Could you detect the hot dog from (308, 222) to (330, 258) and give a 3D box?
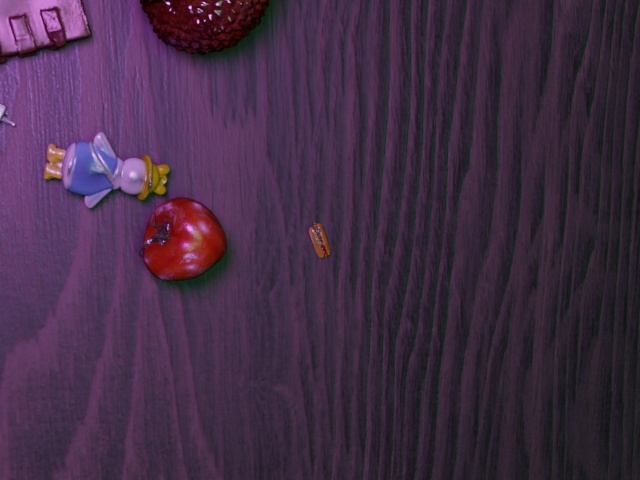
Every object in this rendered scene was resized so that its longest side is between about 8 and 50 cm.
[{"bbox_3d":[0.000,0.000,1.924,0.037,0.021,0.083,-27,107,-17],"label":"hot dog"}]

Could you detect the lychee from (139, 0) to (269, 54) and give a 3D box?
[{"bbox_3d":[-0.224,-0.486,1.645,0.300,0.264,0.264,-24,106,-36],"label":"lychee"}]

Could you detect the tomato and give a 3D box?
[{"bbox_3d":[-0.273,0.008,1.746,0.151,0.187,0.187,34,84,-44],"label":"tomato"}]

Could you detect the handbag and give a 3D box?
[{"bbox_3d":[-0.587,-0.478,1.604,0.260,0.084,0.275,-21,104,-18],"label":"handbag"}]

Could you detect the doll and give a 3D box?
[{"bbox_3d":[-0.419,-0.134,1.707,0.241,0.099,0.135,8,72,-23],"label":"doll"}]

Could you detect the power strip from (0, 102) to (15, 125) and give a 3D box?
[{"bbox_3d":[-0.667,-0.267,1.630,0.191,0.030,0.047,29,87,-21],"label":"power strip"}]
